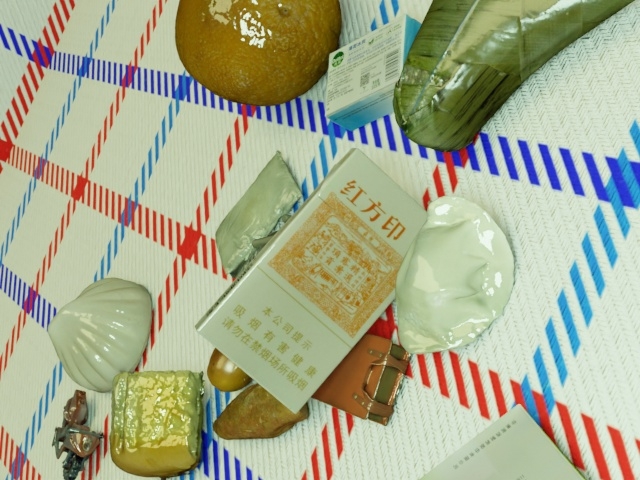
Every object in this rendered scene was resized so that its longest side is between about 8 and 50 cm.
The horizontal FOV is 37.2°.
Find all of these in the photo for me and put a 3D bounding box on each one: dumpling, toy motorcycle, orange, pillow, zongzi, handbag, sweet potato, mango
[{"bbox_3d":[0.190,0.062,1.374,0.166,0.126,0.216,17,68,26],"label":"dumpling"},{"bbox_3d":[-0.524,0.412,2.063,0.118,0.084,0.212,-54,33,29],"label":"toy motorcycle"},{"bbox_3d":[-0.128,-0.423,1.858,0.357,0.322,0.322,10,78,62],"label":"orange"},{"bbox_3d":[-0.125,-0.050,1.859,0.229,0.050,0.148,-48,45,17],"label":"pillow"},{"bbox_3d":[0.288,-0.265,1.402,0.360,0.160,0.323,24,95,46],"label":"zongzi"},{"bbox_3d":[0.053,0.206,1.495,0.190,0.063,0.127,11,79,55],"label":"handbag"},{"bbox_3d":[-0.103,0.293,1.619,0.252,0.097,0.097,-33,47,45],"label":"sweet potato"},{"bbox_3d":[-0.143,0.201,1.720,0.159,0.084,0.105,-53,18,-17],"label":"mango"}]

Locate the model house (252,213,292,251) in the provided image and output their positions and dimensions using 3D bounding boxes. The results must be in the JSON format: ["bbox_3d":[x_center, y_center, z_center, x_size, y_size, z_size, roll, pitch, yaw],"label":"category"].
[{"bbox_3d":[0.004,0.008,1.579,0.229,0.188,0.122,2,88,52],"label":"model house"}]

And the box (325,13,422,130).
[{"bbox_3d":[0.101,-0.296,1.698,0.194,0.073,0.139,-19,57,44],"label":"box"}]

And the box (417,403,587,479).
[{"bbox_3d":[0.198,0.345,1.165,0.260,0.062,0.175,-37,40,-1],"label":"box"}]

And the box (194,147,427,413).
[{"bbox_3d":[0.005,0.060,1.445,0.365,0.204,0.051,-49,13,-3],"label":"box"}]

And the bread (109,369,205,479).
[{"bbox_3d":[-0.318,0.349,1.787,0.262,0.163,0.204,-30,60,56],"label":"bread"}]

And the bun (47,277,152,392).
[{"bbox_3d":[-0.505,0.192,2.084,0.263,0.175,0.263,-27,51,38],"label":"bun"}]
